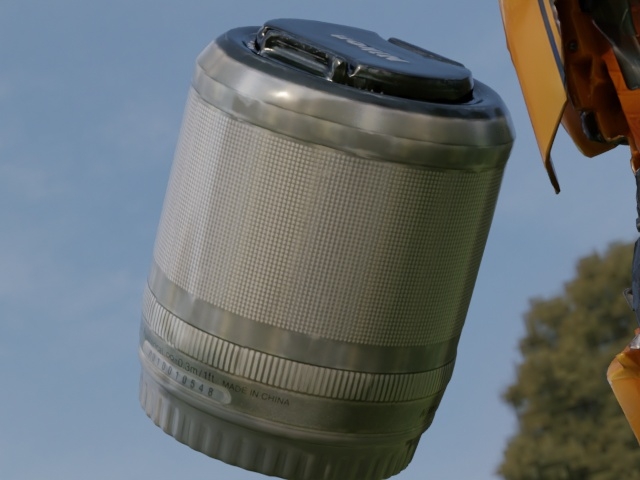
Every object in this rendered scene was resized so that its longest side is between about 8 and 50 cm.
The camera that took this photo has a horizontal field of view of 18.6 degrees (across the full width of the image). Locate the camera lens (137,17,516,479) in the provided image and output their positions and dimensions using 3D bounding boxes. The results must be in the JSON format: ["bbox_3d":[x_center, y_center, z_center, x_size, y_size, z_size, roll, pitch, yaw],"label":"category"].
[{"bbox_3d":[0.000,0.000,1.324,0.219,0.219,0.274,5,-73,-29],"label":"camera lens"}]

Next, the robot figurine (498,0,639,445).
[{"bbox_3d":[0.153,-0.029,0.759,0.085,0.291,0.211,-24,-16,38],"label":"robot figurine"}]
